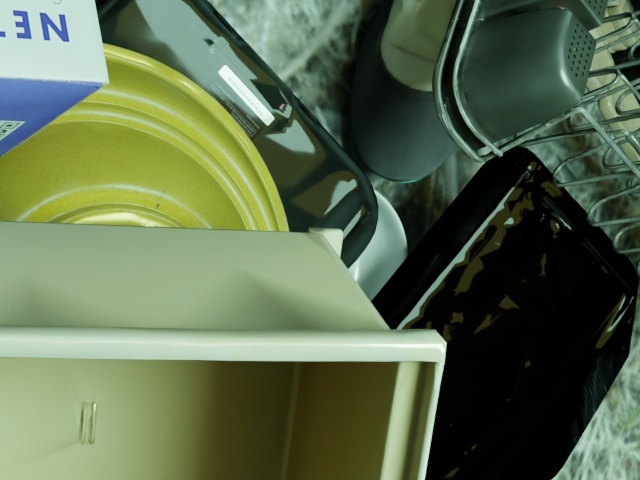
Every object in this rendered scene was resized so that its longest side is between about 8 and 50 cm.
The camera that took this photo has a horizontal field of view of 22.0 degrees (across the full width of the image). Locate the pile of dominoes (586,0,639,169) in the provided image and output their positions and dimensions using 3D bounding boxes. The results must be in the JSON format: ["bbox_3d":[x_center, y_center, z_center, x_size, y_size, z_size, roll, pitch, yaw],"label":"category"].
[{"bbox_3d":[0.195,-0.102,0.974,0.251,0.040,0.196,55,41,-29],"label":"pile of dominoes"}]

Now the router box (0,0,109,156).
[{"bbox_3d":[-0.251,-0.182,0.520,0.335,0.082,0.301,0,74,-40],"label":"router box"}]

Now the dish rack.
[{"bbox_3d":[0.183,-0.068,0.836,0.271,0.074,0.208,43,51,-30],"label":"dish rack"}]

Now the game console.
[{"bbox_3d":[0.000,0.000,0.774,0.361,0.044,0.213,46,76,-24],"label":"game console"}]

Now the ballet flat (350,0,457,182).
[{"bbox_3d":[0.065,-0.128,0.842,0.074,0.074,0.203,39,64,-33],"label":"ballet flat"}]

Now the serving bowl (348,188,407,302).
[{"bbox_3d":[0.000,0.009,0.814,0.083,0.027,0.083,-4,100,-26],"label":"serving bowl"}]

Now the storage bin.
[{"bbox_3d":[-0.118,0.126,0.563,0.262,0.123,0.260,2,111,-15],"label":"storage bin"}]

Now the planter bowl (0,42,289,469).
[{"bbox_3d":[-0.095,0.030,0.659,0.217,0.090,0.217,-4,100,-22],"label":"planter bowl"}]
